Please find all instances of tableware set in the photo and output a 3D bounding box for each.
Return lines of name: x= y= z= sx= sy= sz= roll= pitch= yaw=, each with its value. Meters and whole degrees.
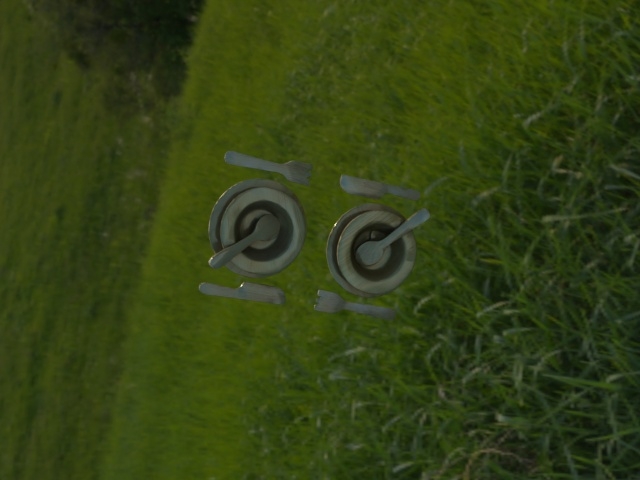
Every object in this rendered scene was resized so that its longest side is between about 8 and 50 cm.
tableware set: x=0.000 y=0.000 z=0.792 sx=0.039 sy=0.194 sz=0.128 roll=-159 pitch=80 yaw=-72
